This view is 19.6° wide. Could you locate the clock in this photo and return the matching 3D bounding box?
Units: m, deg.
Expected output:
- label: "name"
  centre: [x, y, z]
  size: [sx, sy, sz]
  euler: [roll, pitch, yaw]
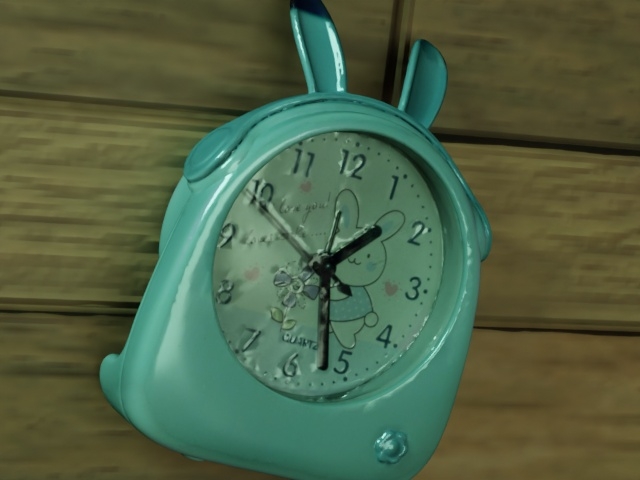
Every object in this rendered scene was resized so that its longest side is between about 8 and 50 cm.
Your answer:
- label: "clock"
  centre: [0.000, 0.000, 0.575]
  size: [0.108, 0.045, 0.147]
  euler: [16, 92, -27]
